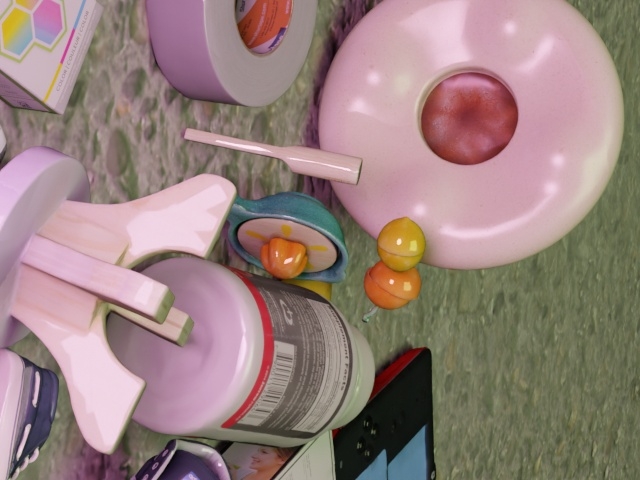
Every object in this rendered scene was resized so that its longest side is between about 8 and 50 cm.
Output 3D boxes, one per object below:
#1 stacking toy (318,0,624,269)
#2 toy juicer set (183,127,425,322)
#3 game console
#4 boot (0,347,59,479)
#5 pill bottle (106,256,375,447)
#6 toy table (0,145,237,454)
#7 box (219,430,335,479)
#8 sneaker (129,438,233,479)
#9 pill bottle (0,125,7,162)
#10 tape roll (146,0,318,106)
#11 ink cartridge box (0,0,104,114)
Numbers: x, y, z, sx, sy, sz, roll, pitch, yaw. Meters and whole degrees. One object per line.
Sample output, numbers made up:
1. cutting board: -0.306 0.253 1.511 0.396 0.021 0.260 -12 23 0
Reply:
1. stacking toy: 0.206 -0.104 2.162 0.480 0.351 0.350 44 59 -75
2. toy juicer set: 0.000 0.000 1.850 0.329 0.209 0.089 58 40 -50
3. game console: 0.073 0.369 2.237 0.342 0.060 0.386 -32 126 -53
4. boot: -0.283 0.195 1.545 0.086 0.069 0.190 34 67 -55
5. pill bottle: -0.069 0.124 1.796 0.318 0.176 0.176 19 81 -61
6. toy table: -0.194 0.036 1.468 0.274 0.161 0.252 -12 126 -83
7. box: -0.088 0.328 1.904 0.290 0.087 0.169 -43 137 -47
8. sneaker: -0.178 0.287 1.635 0.099 0.153 0.282 48 31 -4
9. pill bottle: -0.349 -0.009 1.310 0.245 0.130 0.130 -64 147 -28
10. tape roll: -0.086 -0.248 1.767 0.219 0.072 0.219 -27 122 -55
11. ink cartridge box: -0.276 -0.199 1.455 0.209 0.062 0.109 41 64 -56
